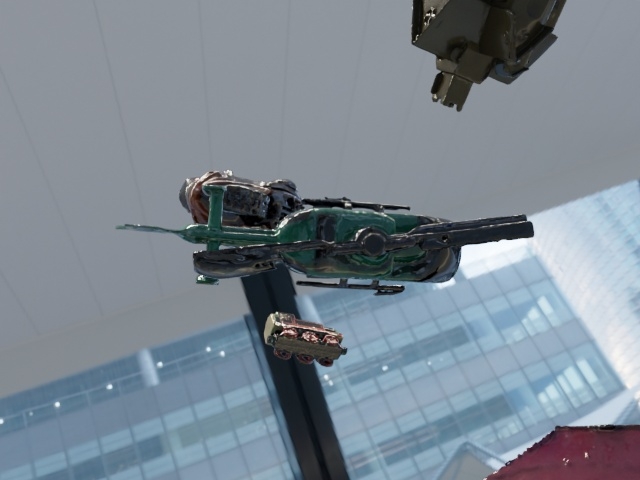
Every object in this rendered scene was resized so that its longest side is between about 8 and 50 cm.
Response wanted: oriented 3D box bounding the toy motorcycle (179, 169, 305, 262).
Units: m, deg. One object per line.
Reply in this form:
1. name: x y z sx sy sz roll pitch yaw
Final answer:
1. toy motorcycle: -0.094 -0.035 1.115 0.401 0.207 0.134 19 -96 -60

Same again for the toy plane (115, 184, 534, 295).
1. toy plane: 0.000 0.000 0.653 0.382 0.106 0.155 5 -2 -12

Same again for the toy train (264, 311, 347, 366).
1. toy train: -0.025 0.164 1.121 0.138 0.087 0.050 13 -67 -17

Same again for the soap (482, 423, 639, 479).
1. soap: 0.290 0.280 0.615 0.325 0.220 0.127 -15 -43 38

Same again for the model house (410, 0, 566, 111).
1. model house: 0.259 -0.321 1.059 0.212 0.204 0.243 14 -73 -26
